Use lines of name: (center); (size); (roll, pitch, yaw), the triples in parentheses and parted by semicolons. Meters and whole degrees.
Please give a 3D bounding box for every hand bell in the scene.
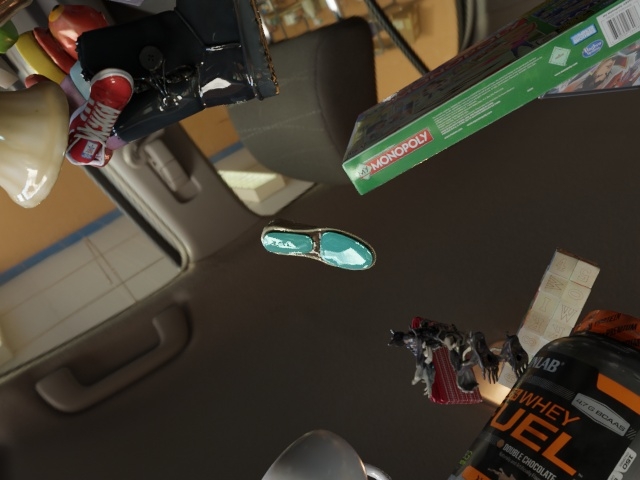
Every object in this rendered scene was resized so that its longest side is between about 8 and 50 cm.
hand bell: (-0.350, -0.107, 0.454); (0.126, 0.126, 0.242); (-7, 169, 39)

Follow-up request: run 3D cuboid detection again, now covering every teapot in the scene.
teapot: (0.010, 0.485, 1.011); (0.187, 0.252, 0.256); (29, -114, 30)

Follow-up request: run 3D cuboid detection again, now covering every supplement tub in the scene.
supplement tub: (0.295, 0.261, 0.649); (0.338, 0.207, 0.207); (-50, -151, -12)

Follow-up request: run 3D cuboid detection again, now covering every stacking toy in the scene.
stacking toy: (-0.370, -0.274, 0.780); (0.130, 0.279, 0.309); (-38, -119, 3)

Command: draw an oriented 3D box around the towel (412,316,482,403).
towel: (0.302, 0.289, 1.328); (0.031, 0.275, 0.199); (-25, -116, 27)

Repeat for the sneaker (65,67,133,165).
sneaker: (-0.228, -0.120, 0.574); (0.118, 0.042, 0.067); (-32, -129, 42)

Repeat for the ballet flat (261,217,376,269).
ballet flat: (0.000, 0.000, 1.185); (0.248, 0.086, 0.086); (13, -146, 9)

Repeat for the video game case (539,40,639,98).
video game case: (0.508, -0.344, 0.904); (0.274, 0.248, 0.035); (-13, -121, -28)

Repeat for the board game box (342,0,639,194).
board game box: (0.178, -0.181, 0.642); (0.317, 0.046, 0.213); (-29, -161, 21)

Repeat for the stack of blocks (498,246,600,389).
stack of blocks: (0.479, 0.168, 1.180); (0.087, 0.297, 0.171); (24, -167, 19)

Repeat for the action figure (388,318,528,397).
action figure: (0.235, 0.220, 1.038); (0.164, 0.141, 0.275); (1, 176, -29)

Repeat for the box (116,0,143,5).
box: (-0.341, -0.566, 1.006); (0.247, 0.142, 0.163); (-34, 180, 27)

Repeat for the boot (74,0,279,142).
boot: (-0.173, -0.249, 0.616); (0.207, 0.247, 0.094); (-14, -168, 3)

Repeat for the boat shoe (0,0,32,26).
boat shoe: (-0.344, -0.279, 0.559); (0.116, 0.123, 0.324); (-17, -148, 48)
